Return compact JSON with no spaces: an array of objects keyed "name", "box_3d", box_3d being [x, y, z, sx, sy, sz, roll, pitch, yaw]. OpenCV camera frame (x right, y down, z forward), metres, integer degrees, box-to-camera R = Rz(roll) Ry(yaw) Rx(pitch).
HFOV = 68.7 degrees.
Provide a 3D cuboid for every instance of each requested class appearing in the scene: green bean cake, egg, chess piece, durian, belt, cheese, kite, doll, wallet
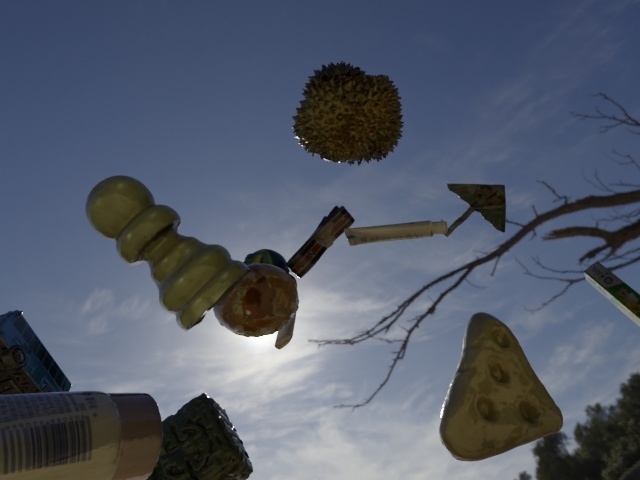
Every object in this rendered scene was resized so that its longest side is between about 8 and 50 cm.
[{"name":"green bean cake","box_3d":[-0.331,0.555,1.196,0.255,0.241,0.132,-31,-39,-12]},{"name":"egg","box_3d":[-0.168,0.156,1.209,0.233,0.195,0.195,-10,-41,12]},{"name":"chess piece","box_3d":[-0.320,0.009,0.937,0.330,0.182,0.182,44,-58,-1]},{"name":"durian","box_3d":[0.077,-0.303,1.121,0.293,0.258,0.258,-19,-30,-41]},{"name":"belt","box_3d":[0.000,0.000,1.870,0.094,0.359,0.126,48,-30,-14]},{"name":"cheese","box_3d":[0.416,0.390,1.227,0.328,0.351,0.129,-21,-18,-18]},{"name":"kite","box_3d":[0.446,-0.093,1.367,0.250,0.229,0.012,-37,-30,-14]},{"name":"doll","box_3d":[-0.204,0.151,1.869,0.186,0.322,0.198,25,-78,-41]},{"name":"wallet","box_3d":[-0.091,0.236,1.258,0.025,0.122,0.061,41,-67,-16]}]

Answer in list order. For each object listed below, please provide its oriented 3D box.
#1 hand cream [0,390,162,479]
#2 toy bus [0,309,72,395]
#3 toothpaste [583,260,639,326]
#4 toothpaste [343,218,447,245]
[{"name":"hand cream","box_3d":[-0.249,0.162,0.356,0.248,0.133,0.083,18,-85,-44]},{"name":"toy bus","box_3d":[-0.627,0.262,0.956,0.116,0.133,0.234,-21,-66,-3]},{"name":"toothpaste","box_3d":[0.579,0.114,0.880,0.037,0.178,0.043,-41,-47,9]},{"name":"toothpaste","box_3d":[0.140,-0.015,0.880,0.190,0.031,0.048,-6,-45,21]}]
